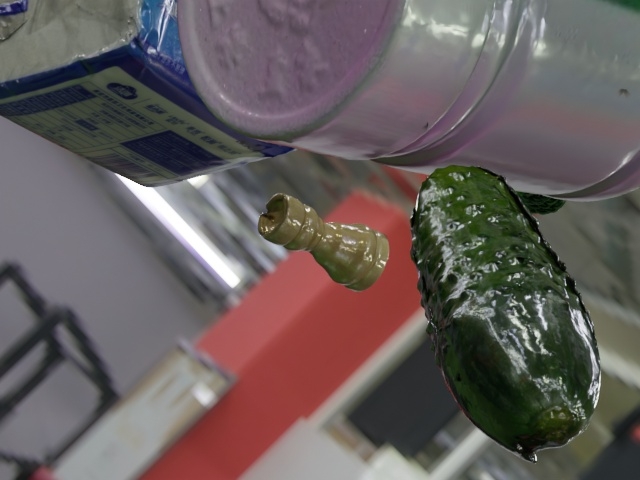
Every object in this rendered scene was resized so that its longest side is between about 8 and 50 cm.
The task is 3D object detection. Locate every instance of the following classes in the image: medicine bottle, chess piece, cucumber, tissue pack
[{"bbox_3d":[0.091,-0.144,1.284,0.325,0.212,0.212,7,22,-44],"label":"medicine bottle"},{"bbox_3d":[0.000,0.000,1.885,0.122,0.066,0.066,25,1,-29],"label":"chess piece"},{"bbox_3d":[0.076,0.021,0.871,0.069,0.069,0.227,51,12,-27],"label":"cucumber"},{"bbox_3d":[-0.160,-0.157,1.743,0.209,0.137,0.269,-15,-24,30],"label":"tissue pack"}]

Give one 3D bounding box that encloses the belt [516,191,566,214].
[{"bbox_3d":[0.217,-0.102,2.112,0.151,0.079,0.121,35,-26,-2],"label":"belt"}]
